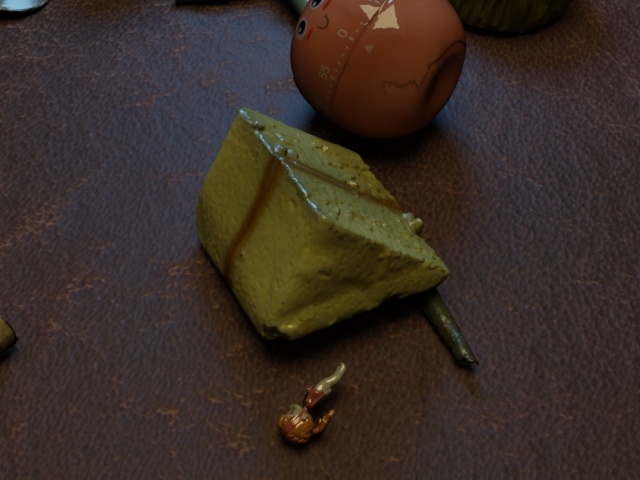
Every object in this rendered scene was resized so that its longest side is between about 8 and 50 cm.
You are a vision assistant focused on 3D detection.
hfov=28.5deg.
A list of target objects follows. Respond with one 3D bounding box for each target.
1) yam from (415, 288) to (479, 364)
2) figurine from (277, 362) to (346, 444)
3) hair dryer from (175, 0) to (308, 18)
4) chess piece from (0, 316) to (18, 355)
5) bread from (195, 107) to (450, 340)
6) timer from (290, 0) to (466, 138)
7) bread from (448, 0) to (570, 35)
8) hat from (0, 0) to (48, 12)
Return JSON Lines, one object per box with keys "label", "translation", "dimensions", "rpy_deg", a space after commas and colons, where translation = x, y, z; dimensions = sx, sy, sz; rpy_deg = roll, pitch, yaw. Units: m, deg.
{"label": "yam", "translation": [0.151, 0.105, 1.521], "dimensions": [0.033, 0.027, 0.129], "rpy_deg": [10, 38, -37]}
{"label": "figurine", "translation": [-0.003, 0.185, 1.428], "dimensions": [0.047, 0.064, 0.109], "rpy_deg": [39, 66, 3]}
{"label": "hair dryer", "translation": [-0.077, -0.372, 1.914], "dimensions": [0.225, 0.088, 0.219], "rpy_deg": [-38, 63, -15]}
{"label": "chess piece", "translation": [-0.425, 0.153, 1.442], "dimensions": [0.060, 0.060, 0.172], "rpy_deg": [27, 55, 20]}
{"label": "bread", "translation": [0.000, 0.000, 1.563], "dimensions": [0.236, 0.198, 0.263], "rpy_deg": [10, 31, -39]}
{"label": "timer", "translation": [0.075, -0.256, 1.704], "dimensions": [0.215, 0.229, 0.229], "rpy_deg": [30, 54, 21]}
{"label": "bread", "translation": [0.279, -0.441, 1.936], "dimensions": [0.228, 0.142, 0.253], "rpy_deg": [-6, 47, -17]}
{"label": "hat", "translation": [-0.495, -0.467, 1.939], "dimensions": [0.214, 0.149, 0.244], "rpy_deg": [2, 38, 0]}
